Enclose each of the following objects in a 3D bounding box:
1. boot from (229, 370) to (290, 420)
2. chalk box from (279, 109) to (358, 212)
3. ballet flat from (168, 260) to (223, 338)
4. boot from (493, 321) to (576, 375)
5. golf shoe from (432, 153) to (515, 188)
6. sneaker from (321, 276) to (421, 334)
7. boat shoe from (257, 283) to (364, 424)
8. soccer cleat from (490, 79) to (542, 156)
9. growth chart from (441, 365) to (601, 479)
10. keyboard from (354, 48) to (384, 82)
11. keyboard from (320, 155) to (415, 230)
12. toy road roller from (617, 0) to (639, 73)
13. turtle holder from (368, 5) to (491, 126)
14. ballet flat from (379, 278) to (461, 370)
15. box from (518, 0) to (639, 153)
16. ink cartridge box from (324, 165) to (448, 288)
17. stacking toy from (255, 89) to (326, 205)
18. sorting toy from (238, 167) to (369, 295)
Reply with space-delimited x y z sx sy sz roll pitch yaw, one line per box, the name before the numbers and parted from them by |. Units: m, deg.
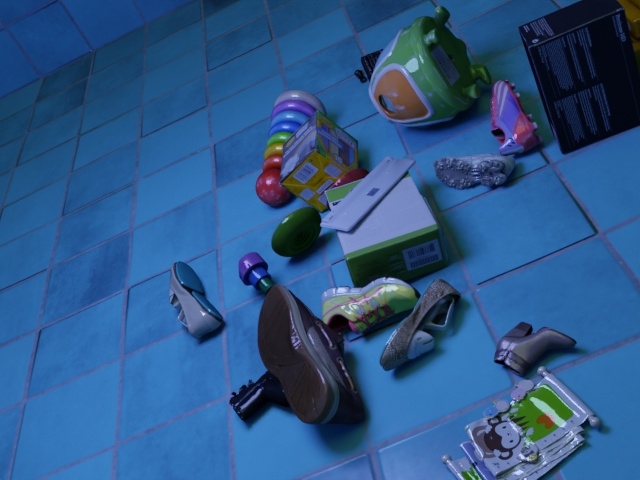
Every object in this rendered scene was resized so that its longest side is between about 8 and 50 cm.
boot | -0.107 0.290 1.546 0.099 0.045 0.121 -37 30 -11
chalk box | -0.001 -0.195 1.971 0.132 0.132 0.213 -41 27 30
ballet flat | -0.288 0.131 1.854 0.086 0.086 0.248 -34 36 -6
boot | 0.339 0.179 1.372 0.118 0.042 0.087 14 60 46
golf shoe | 0.324 -0.151 1.788 0.176 0.069 0.086 9 30 39
sneaker | 0.091 0.132 1.582 0.208 0.081 0.094 -14 44 32
boat shoe | -0.015 0.206 1.536 0.123 0.123 0.342 -62 33 18
soccer cleat | 0.400 -0.269 1.851 0.095 0.083 0.248 -24 38 9
growth chart | 0.294 0.294 1.272 0.237 0.021 0.172 -37 34 -12
keyboard | 0.145 -0.468 2.334 0.108 0.023 0.180 -24 34 8
keyboard | 0.099 -0.097 1.725 0.072 0.014 0.256 16 46 34
toy road roller | 0.664 -0.482 1.784 0.329 0.241 0.202 -24 35 8
turtle holder | 0.238 -0.403 1.999 0.227 0.243 0.320 -30 40 31
ballet flat | 0.181 0.151 1.495 0.067 0.073 0.206 21 61 32
box | 0.518 -0.325 1.674 0.184 0.261 0.103 -19 36 14
ink cartridge box | 0.126 -0.029 1.710 0.188 0.097 0.255 -18 35 1
stacking toy | -0.086 -0.216 2.109 0.141 0.141 0.330 -8 47 29
sorting toy | 0.000 0.000 1.802 0.365 0.127 0.126 -37 58 -13
